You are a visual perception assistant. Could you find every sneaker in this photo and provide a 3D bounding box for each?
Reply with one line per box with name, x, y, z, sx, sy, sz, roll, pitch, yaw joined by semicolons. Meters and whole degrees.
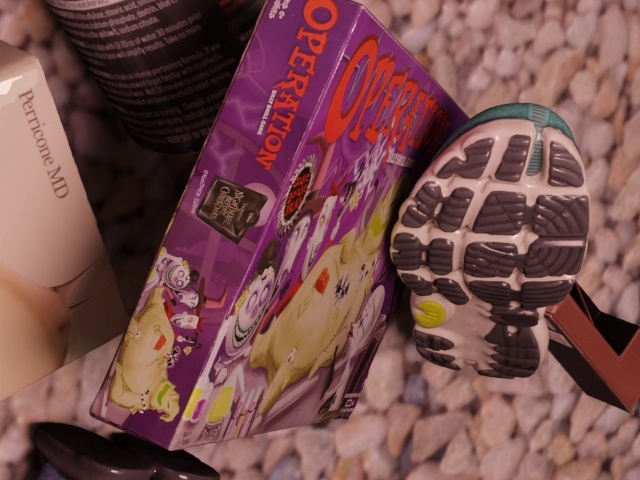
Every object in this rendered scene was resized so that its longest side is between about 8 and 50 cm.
sneaker;0.096;-0.011;0.908;0.275;0.107;0.110;93;5;-65

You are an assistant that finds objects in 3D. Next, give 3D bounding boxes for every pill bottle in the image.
pill bottle;-0.093;-0.172;0.752;0.130;0.130;0.245;-41;125;-18

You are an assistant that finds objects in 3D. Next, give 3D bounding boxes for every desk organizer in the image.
desk organizer;0.191;0.064;1.093;0.050;0.047;0.130;-53;128;-12

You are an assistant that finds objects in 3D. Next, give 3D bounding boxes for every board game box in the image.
board game box;0.000;0.000;0.807;0.347;0.056;0.208;14;95;-76

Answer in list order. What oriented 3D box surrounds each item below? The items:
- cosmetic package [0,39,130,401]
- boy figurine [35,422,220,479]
cosmetic package;-0.262;0.034;0.713;0.309;0.113;0.160;-30;121;-23
boy figurine;-0.158;0.249;0.877;0.177;0.092;0.285;17;92;-41
